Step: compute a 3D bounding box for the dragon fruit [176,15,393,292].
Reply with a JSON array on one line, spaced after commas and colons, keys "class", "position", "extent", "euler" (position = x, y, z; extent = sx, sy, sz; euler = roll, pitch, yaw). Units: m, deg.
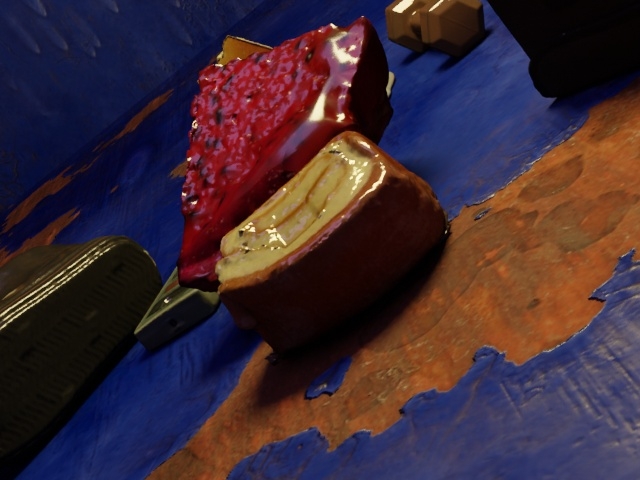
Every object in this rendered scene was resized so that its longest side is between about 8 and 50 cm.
[{"class": "dragon fruit", "position": [-0.075, -0.070, 1.569], "extent": [0.330, 0.240, 0.302], "euler": [-59, -19, -24]}]

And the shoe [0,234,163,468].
[{"class": "shoe", "position": [-0.393, 0.141, 1.787], "extent": [0.237, 0.171, 0.384], "euler": [-9, 32, 48]}]

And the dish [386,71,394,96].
[{"class": "dish", "position": [-0.002, -0.193, 1.987], "extent": [0.229, 0.081, 0.229], "euler": [-36, 16, 12]}]

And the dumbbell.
[{"class": "dumbbell", "position": [0.158, -0.307, 1.938], "extent": [0.082, 0.092, 0.231], "euler": [-67, 17, 4]}]

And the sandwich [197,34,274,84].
[{"class": "sandwich", "position": [-0.100, -0.286, 2.314], "extent": [0.193, 0.162, 0.058], "euler": [-37, 13, 6]}]

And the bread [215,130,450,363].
[{"class": "bread", "position": [0.004, 0.005, 1.359], "extent": [0.244, 0.123, 0.190], "euler": [-46, 29, -3]}]

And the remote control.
[{"class": "remote control", "position": [-0.155, 0.035, 1.790], "extent": [0.123, 0.038, 0.285], "euler": [-32, 17, 26]}]

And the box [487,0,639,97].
[{"class": "box", "position": [0.342, -0.330, 1.365], "extent": [0.345, 0.204, 0.251], "euler": [-20, 25, 50]}]
